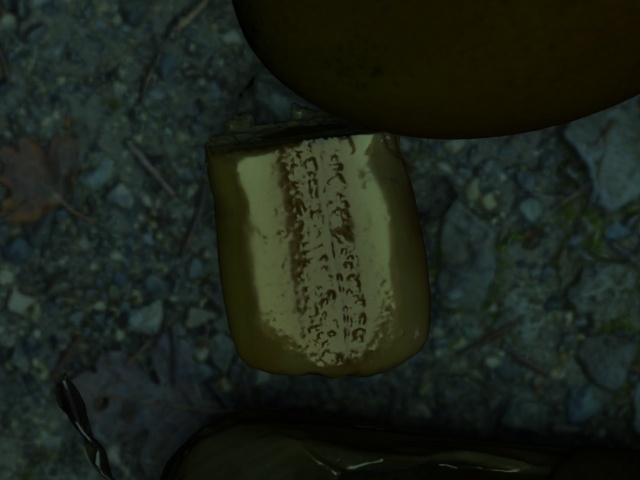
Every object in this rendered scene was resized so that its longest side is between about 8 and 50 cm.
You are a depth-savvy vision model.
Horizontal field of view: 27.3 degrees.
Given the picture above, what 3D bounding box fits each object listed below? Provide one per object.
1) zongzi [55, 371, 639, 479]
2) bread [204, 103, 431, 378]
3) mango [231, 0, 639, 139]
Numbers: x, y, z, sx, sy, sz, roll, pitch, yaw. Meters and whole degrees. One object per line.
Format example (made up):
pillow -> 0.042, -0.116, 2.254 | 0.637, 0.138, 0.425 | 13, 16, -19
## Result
zongzi -> 0.120, 0.150, 0.880 | 0.500, 0.218, 0.467 | 37, 70, 6
bread -> -0.001, 0.000, 0.851 | 0.134, 0.085, 0.173 | -6, 100, -2
mango -> 0.121, -0.200, 0.748 | 0.378, 0.221, 0.264 | -30, 94, 15
